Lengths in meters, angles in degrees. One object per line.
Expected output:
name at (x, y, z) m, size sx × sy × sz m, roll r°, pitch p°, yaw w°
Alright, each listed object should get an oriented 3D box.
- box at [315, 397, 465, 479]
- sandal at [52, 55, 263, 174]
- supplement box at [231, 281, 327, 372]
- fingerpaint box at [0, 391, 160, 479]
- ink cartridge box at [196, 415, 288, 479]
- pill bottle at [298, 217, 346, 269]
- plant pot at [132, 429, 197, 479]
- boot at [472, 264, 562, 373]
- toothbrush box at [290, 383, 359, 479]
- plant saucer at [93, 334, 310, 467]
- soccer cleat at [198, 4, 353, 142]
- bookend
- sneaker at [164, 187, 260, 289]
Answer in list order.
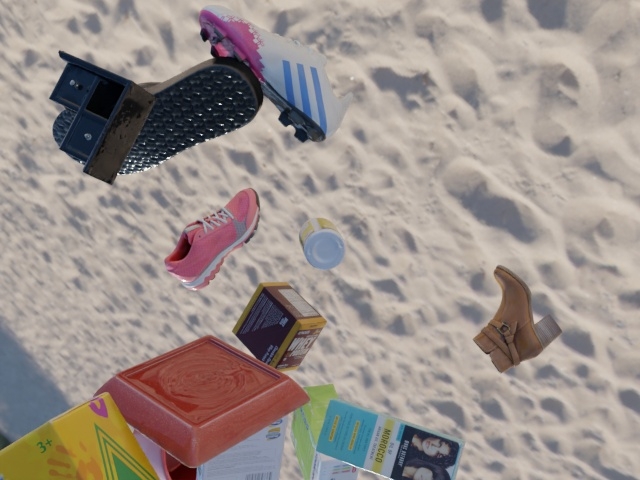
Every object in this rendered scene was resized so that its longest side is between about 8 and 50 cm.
box at (0.122, 0.364, 1.291) m, size 0.245 × 0.100 × 0.060 m, roll 14°, pitch 174°, yaw 20°
sandal at (-0.302, -0.235, 1.382) m, size 0.446 × 0.107 × 0.167 m, roll -11°, pitch 124°, yaw 22°
supplement box at (-0.123, 0.257, 2.173) m, size 0.194 × 0.129 × 0.191 m, roll 42°, pitch 111°, yaw 29°
fingerpaint box at (-0.387, 0.473, 0.929) m, size 0.371 × 0.445 × 0.163 m, roll 59°, pitch -172°, yaw 3°
ink cartridge box at (-0.176, 0.459, 1.638) m, size 0.065 × 0.186 × 0.310 m, roll -129°, pitch 43°, yaw -57°
pill bottle at (0.000, 0.000, 1.144) m, size 0.065 × 0.065 × 0.116 m, roll 53°, pitch -177°, yaw -17°
plant pot at (-0.375, 0.559, 2.005) m, size 0.243 × 0.275 × 0.275 m, roll -11°, pitch 121°, yaw 48°
boot at (0.369, 0.157, 1.477) m, size 0.197 × 0.152 × 0.073 m, roll 56°, pitch -177°, yaw 29°
toothbrush box at (0.008, 0.587, 2.101) m, size 0.283 × 0.122 × 0.206 m, roll -115°, pitch 27°, yaw -54°
plant saucer at (-0.192, 0.240, 1.196) m, size 0.259 × 0.259 × 0.047 m, roll 19°, pitch 116°, yaw 37°
soccer cleat at (-0.076, -0.324, 1.338) m, size 0.331 × 0.143 × 0.116 m, roll 44°, pitch 165°, yaw -26°
bookend at (-0.366, -0.193, 1.146) m, size 0.157 × 0.156 × 0.072 m, roll 27°, pitch 178°, yaw 22°
sneaker at (-0.277, -0.016, 1.881) m, size 0.116 × 0.313 × 0.136 m, roll 37°, pitch 180°, yaw 45°
